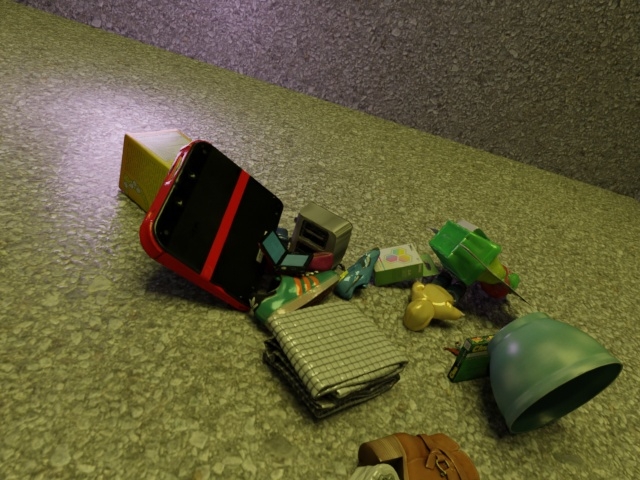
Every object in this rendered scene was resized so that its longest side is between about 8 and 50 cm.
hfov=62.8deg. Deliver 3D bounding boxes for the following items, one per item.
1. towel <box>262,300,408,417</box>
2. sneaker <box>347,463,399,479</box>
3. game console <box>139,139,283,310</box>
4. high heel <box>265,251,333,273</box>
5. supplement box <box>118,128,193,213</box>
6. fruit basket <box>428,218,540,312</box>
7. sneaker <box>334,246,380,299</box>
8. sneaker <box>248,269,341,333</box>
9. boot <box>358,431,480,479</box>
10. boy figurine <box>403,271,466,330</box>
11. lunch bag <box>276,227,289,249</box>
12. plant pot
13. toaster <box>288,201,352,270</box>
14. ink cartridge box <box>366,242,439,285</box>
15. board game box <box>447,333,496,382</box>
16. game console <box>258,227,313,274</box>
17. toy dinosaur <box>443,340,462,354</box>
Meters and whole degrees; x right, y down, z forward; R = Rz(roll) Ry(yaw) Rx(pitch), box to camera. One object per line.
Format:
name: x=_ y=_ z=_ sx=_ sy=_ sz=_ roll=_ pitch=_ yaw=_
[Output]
towel: x=0.029 y=0.271 z=1.219 sx=0.284 sy=0.121 sz=0.235 roll=-7 pitch=41 yaw=-41
sneaker: x=0.044 y=0.492 z=0.906 sx=0.232 sy=0.115 sz=0.090 roll=-42 pitch=99 yaw=-35
game console: x=-0.268 y=-0.050 z=1.378 sx=0.342 sy=0.060 sz=0.386 roll=39 pitch=46 yaw=-30
high heel: x=-0.086 y=0.046 z=1.512 sx=0.244 sy=0.117 sz=0.082 roll=23 pitch=30 yaw=6
supplement box: x=-0.422 y=-0.169 z=1.590 sx=0.356 sy=0.195 sz=0.194 roll=37 pitch=34 yaw=26
fruit basket: x=0.534 y=0.082 z=1.681 sx=0.353 sy=0.165 sz=0.327 roll=32 pitch=8 yaw=-13
sneaker: x=0.124 y=0.100 z=1.570 sx=0.082 sy=0.069 sz=0.209 roll=45 pitch=55 yaw=9
sneaker: x=-0.063 y=0.128 z=1.388 sx=0.121 sy=0.108 sz=0.302 roll=45 pitch=38 yaw=16
boot: x=0.221 y=0.492 z=1.004 sx=0.220 sy=0.109 sz=0.283 roll=6 pitch=25 yaw=-30
boy figurine: x=0.343 y=0.187 z=1.563 sx=0.177 sy=0.092 sz=0.285 roll=33 pitch=33 yaw=21
lunch bag: x=-0.146 y=-0.001 z=1.603 sx=0.098 sy=0.067 sz=0.065 roll=9 pitch=31 yaw=-16
plant pot: x=0.528 y=0.298 z=1.259 sx=0.293 sy=0.293 sz=0.196 roll=0 pitch=45 yaw=-31
toaster: x=0.000 y=0.000 z=1.594 sx=0.186 sy=0.168 sz=0.110 roll=30 pitch=34 yaw=19
ink cartridge box: x=0.261 y=0.070 z=1.657 sx=0.209 sy=0.062 sz=0.109 roll=-10 pitch=35 yaw=-4
board game box: x=0.464 y=0.305 z=1.396 sx=0.260 sy=0.136 sz=0.030 roll=1 pitch=34 yaw=-31
game console: x=-0.089 y=0.026 z=1.410 sx=0.124 sy=0.085 sz=0.144 roll=3 pitch=20 yaw=10
toy dinosaur: x=0.399 y=0.322 z=1.449 sx=0.090 sy=0.047 sz=0.082 roll=-21 pitch=49 yaw=-2
